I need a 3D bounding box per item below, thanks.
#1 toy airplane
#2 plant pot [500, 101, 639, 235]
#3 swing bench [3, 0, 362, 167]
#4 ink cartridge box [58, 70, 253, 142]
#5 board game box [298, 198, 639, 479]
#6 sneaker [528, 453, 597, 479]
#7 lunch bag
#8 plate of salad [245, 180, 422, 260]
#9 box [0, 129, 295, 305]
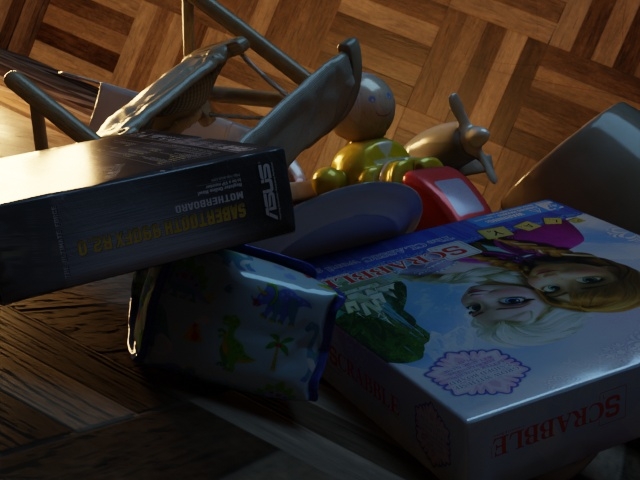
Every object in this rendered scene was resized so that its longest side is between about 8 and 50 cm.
[{"bbox_3d":[0.034,-0.078,1.349,0.384,0.272,0.386,4,18,8],"label":"toy airplane"},{"bbox_3d":[0.373,0.001,1.260,0.280,0.323,0.323,52,12,10],"label":"plant pot"},{"bbox_3d":[-0.129,-0.117,1.080,0.254,0.165,0.253,26,47,22],"label":"swing bench"},{"bbox_3d":[-0.236,-0.148,1.640,0.272,0.130,0.309,19,5,10],"label":"ink cartridge box"},{"bbox_3d":[0.160,0.064,0.880,0.318,0.066,0.318,-14,23,-25],"label":"board game box"},{"bbox_3d":[0.195,0.148,0.908,0.090,0.095,0.235,28,26,9],"label":"sneaker"},{"bbox_3d":[-0.065,0.048,0.756,0.129,0.096,0.151,17,-2,-13],"label":"lunch bag"},{"bbox_3d":[0.000,0.000,0.994,0.200,0.200,0.048,15,42,-53],"label":"plate of salad"},{"bbox_3d":[-0.149,-0.025,0.699,0.183,0.056,0.231,-16,15,-28],"label":"box"}]
